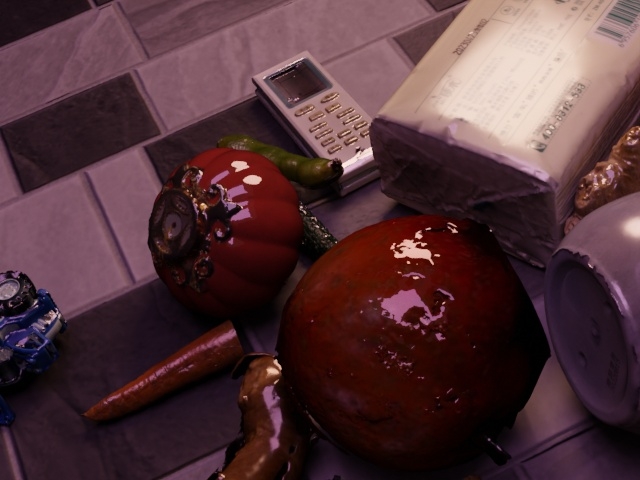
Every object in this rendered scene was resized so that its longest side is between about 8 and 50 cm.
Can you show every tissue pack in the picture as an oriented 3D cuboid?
[{"bbox_3d":[0.283,-0.185,1.617,0.297,0.207,0.380,26,60,29],"label":"tissue pack"}]

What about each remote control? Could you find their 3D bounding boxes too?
[{"bbox_3d":[0.004,-0.183,1.783,0.103,0.055,0.277,-28,50,-12],"label":"remote control"}]

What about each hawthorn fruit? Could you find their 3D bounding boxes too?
[{"bbox_3d":[0.108,0.111,1.360,0.316,0.316,0.316,-7,49,8],"label":"hawthorn fruit"}]

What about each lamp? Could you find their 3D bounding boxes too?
[{"bbox_3d":[-0.120,-0.010,1.573,0.227,0.227,0.227,-7,49,8],"label":"lamp"}]

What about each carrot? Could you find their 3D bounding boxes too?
[{"bbox_3d":[-0.202,0.180,1.529,0.224,0.057,0.057,-29,50,-7],"label":"carrot"}]

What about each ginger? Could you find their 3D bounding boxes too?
[{"bbox_3d":[-0.090,0.277,1.380,0.133,0.107,0.309,18,59,10],"label":"ginger"},{"bbox_3d":[0.356,-0.032,1.467,0.137,0.213,0.074,-29,48,-28],"label":"ginger"}]

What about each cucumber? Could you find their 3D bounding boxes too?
[{"bbox_3d":[-0.001,0.000,1.635,0.043,0.044,0.256,-48,52,3],"label":"cucumber"}]

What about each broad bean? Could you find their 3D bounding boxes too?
[{"bbox_3d":[-0.061,-0.113,1.722,0.256,0.053,0.052,15,47,42],"label":"broad bean"}]

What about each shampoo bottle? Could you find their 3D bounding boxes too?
[{"bbox_3d":[0.410,0.071,1.324,0.266,0.273,0.273,-17,48,-12],"label":"shampoo bottle"}]

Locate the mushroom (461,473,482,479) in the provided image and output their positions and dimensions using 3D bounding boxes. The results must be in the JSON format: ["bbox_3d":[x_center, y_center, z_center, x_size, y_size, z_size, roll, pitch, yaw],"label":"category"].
[{"bbox_3d":[0.291,0.304,1.323,0.286,0.028,0.026,10,11,20],"label":"mushroom"}]

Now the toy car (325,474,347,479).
[{"bbox_3d":[0.021,0.343,1.311,0.062,0.071,0.165,6,43,4],"label":"toy car"}]

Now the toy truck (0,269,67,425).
[{"bbox_3d":[-0.426,0.154,1.561,0.126,0.113,0.208,28,62,30],"label":"toy truck"}]
